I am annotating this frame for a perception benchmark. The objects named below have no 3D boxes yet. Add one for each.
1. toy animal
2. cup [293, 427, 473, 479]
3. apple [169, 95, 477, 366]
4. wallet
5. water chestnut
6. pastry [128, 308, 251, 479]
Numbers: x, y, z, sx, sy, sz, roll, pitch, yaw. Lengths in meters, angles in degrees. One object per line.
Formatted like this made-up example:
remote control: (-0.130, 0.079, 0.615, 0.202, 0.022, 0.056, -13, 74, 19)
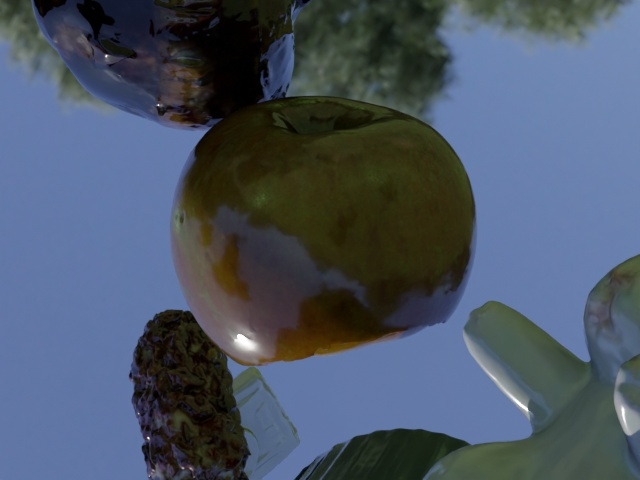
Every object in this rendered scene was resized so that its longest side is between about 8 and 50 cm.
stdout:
toy animal: (0.144, 0.062, 0.745, 0.138, 0.282, 0.140, 29, 179, -31)
cup: (0.032, 0.321, 1.249, 0.257, 0.331, 0.311, 28, -166, 6)
apple: (0.000, 0.000, 1.304, 0.237, 0.207, 0.237, -2, -159, 1)
wallet: (-0.090, 0.226, 1.935, 0.032, 0.124, 0.183, 41, 166, 37)
water chestnut: (-0.090, -0.227, 1.365, 0.300, 0.300, 0.300, 23, -152, -13)
pastry: (-0.123, 0.156, 1.569, 0.097, 0.115, 0.208, 3, -127, -24)
